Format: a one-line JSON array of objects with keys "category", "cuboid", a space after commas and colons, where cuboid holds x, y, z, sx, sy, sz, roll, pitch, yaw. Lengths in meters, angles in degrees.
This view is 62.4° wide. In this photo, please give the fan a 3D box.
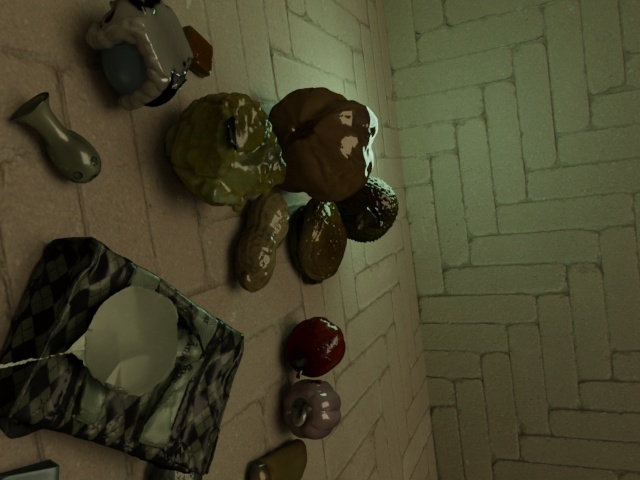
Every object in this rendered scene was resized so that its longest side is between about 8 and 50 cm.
[{"category": "fan", "cuboid": [-0.344, 0.164, 0.806, 0.310, 0.010, 0.182, 1, 87, -53]}]

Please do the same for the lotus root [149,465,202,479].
[{"category": "lotus root", "cuboid": [-0.294, 0.487, 1.081, 0.113, 0.088, 0.191, 30, 58, -54]}]

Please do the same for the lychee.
[{"category": "lychee", "cuboid": [0.158, -0.121, 1.969, 0.270, 0.270, 0.319, 54, 12, -49]}]

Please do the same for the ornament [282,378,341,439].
[{"category": "ornament", "cuboid": [-0.031, 0.499, 1.564, 0.177, 0.178, 0.177, -5, 90, -66]}]

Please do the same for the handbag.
[{"category": "handbag", "cuboid": [-0.341, 0.228, 0.932, 0.416, 0.180, 0.316, 47, 46, -44]}]

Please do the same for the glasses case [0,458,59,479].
[{"category": "glasses case", "cuboid": [-0.440, 0.481, 0.791, 0.105, 0.056, 0.265, 17, 70, -65]}]

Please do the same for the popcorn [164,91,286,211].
[{"category": "popcorn", "cuboid": [-0.218, -0.194, 1.200, 0.293, 0.237, 0.292, -9, 90, -69]}]

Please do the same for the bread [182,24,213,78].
[{"category": "bread", "cuboid": [-0.305, -0.463, 1.299, 0.094, 0.035, 0.090, 30, 58, -61]}]

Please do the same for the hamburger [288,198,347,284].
[{"category": "hamburger", "cuboid": [0.001, -0.001, 1.776, 0.284, 0.135, 0.265, 58, 34, -42]}]

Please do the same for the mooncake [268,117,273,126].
[{"category": "mooncake", "cuboid": [-0.199, -0.287, 1.428, 0.168, 0.104, 0.175, -31, 111, -57]}]

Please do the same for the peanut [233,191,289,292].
[{"category": "peanut", "cuboid": [-0.159, 0.004, 1.437, 0.136, 0.120, 0.298, 51, 43, -44]}]

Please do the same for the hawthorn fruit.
[{"category": "hawthorn fruit", "cuboid": [-0.019, 0.339, 1.624, 0.202, 0.185, 0.185, -54, 136, -35]}]

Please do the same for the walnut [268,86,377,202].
[{"category": "walnut", "cuboid": [0.002, -0.289, 1.613, 0.384, 0.384, 0.383, -5, 90, -66]}]

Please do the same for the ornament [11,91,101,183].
[{"category": "ornament", "cuboid": [-0.440, -0.167, 0.901, 0.075, 0.081, 0.156, -45, 132, -16]}]

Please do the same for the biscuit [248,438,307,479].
[{"category": "biscuit", "cuboid": [-0.110, 0.707, 1.481, 0.291, 0.062, 0.236, 15, 72, -66]}]

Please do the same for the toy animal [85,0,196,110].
[{"category": "toy animal", "cuboid": [-0.354, -0.366, 1.030, 0.208, 0.156, 0.204, -87, 157, -59]}]
